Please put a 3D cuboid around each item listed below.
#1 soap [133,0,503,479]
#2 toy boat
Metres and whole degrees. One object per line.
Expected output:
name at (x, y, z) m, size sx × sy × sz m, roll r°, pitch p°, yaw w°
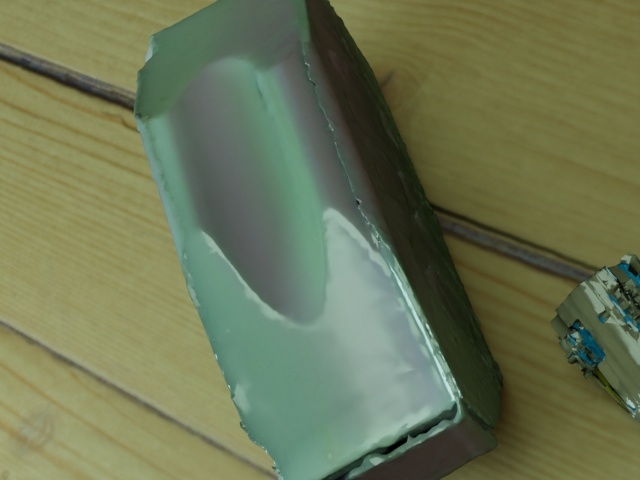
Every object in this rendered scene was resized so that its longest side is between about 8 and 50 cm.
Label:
soap at (0.000, 0.000, 1.055) m, size 0.156 × 0.261 × 0.446 m, roll -27°, pitch 55°, yaw 11°
toy boat at (0.244, 0.105, 0.994) m, size 0.084 × 0.066 × 0.210 m, roll -44°, pitch 64°, yaw 18°
